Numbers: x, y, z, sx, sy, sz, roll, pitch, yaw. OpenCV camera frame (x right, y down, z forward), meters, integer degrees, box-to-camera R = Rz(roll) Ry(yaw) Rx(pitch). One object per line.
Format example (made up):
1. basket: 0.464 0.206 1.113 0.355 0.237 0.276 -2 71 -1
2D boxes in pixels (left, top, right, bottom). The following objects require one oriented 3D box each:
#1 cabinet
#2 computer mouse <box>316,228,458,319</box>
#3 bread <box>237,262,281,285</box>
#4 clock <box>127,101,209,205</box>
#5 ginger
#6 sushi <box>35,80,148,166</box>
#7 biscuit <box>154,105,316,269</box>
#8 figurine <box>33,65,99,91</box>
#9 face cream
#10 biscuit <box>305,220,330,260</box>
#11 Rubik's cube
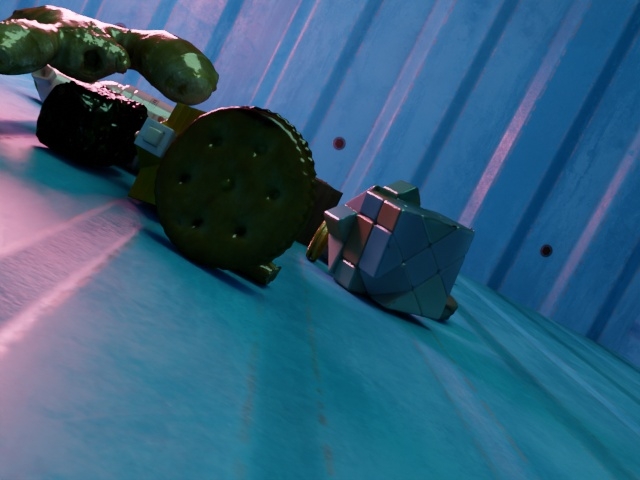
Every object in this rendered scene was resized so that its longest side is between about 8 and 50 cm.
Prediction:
1. cabinet: -0.087 -0.106 1.869 0.215 0.148 0.175 27 6 -15
2. computer mouse: 0.139 0.057 1.760 0.331 0.095 0.197 27 10 -1
3. bread: -0.099 0.031 1.153 0.083 0.036 0.047 29 14 6
4. clock: -0.180 -0.099 1.322 0.235 0.166 0.309 28 -2 6
5. ginger: -0.371 -0.317 1.379 0.363 0.122 0.348 -5 27 -24
6. sushi: -0.366 -0.188 1.408 0.127 0.124 0.225 24 10 7
7. biscuit: -0.110 -0.069 1.086 0.220 0.220 0.066 29 3 18
8. figurine: -0.556 -0.342 1.948 0.263 0.143 0.162 47 18 19
9. face cream: -0.364 -0.218 1.594 0.369 0.145 0.145 28 6 -7
10. biscuit: 0.000 0.000 1.639 0.023 0.084 0.084 28 6 7
11. Rubik's cube: 0.141 0.009 1.559 0.265 0.224 0.213 17 9 -33
